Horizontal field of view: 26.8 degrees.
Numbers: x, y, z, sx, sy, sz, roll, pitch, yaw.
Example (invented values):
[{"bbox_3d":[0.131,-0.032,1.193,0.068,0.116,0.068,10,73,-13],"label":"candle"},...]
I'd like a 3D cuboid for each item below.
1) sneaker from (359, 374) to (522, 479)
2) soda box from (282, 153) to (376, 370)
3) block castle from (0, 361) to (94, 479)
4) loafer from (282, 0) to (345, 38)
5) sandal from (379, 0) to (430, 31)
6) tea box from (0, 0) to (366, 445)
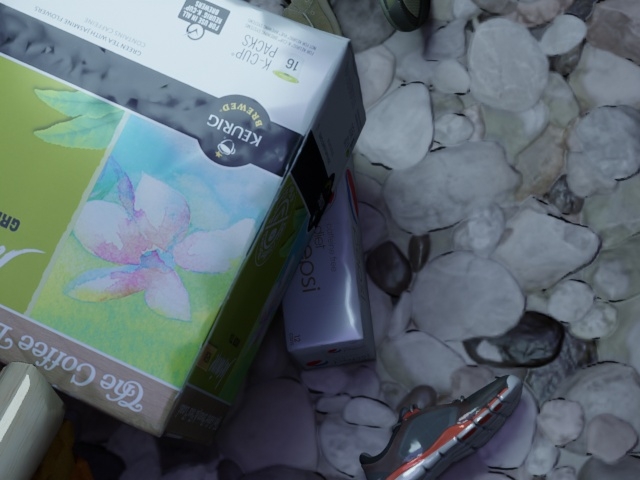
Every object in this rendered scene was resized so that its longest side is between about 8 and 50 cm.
[{"bbox_3d":[0.097,0.154,1.130,0.158,0.061,0.065,-37,62,-4],"label":"sneaker"},{"bbox_3d":[0.000,0.000,1.193,0.069,0.074,0.216,-10,69,9],"label":"soda box"},{"bbox_3d":[-0.392,0.205,1.019,0.453,0.303,0.213,13,56,17],"label":"block castle"},{"bbox_3d":[-0.006,-0.201,1.278,0.050,0.056,0.148,-21,58,4],"label":"loafer"},{"bbox_3d":[0.021,-0.309,1.286,0.086,0.120,0.302,-32,60,12],"label":"sandal"},{"bbox_3d":[-0.180,-0.049,1.070,0.329,0.220,0.323,23,83,9],"label":"tea box"}]
